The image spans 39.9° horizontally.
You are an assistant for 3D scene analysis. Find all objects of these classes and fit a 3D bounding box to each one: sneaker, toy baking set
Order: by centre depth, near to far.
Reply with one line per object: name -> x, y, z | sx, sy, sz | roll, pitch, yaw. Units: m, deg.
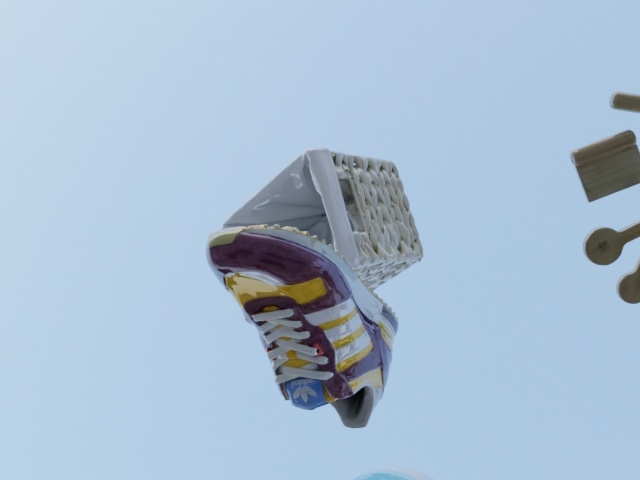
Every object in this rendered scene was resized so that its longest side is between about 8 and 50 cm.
sneaker -> -0.008, 0.058, 0.548 | 0.069, 0.185, 0.084 | -7, -121, 35
toy baking set -> 0.351, -0.036, 0.809 | 0.256, 0.030, 0.197 | 3, -81, -2

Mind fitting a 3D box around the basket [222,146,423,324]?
basket -> 0.000, 0.000, 0.813 | 0.167, 0.103, 0.113 | -35, -115, 47

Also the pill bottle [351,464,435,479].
pill bottle -> 0.024, 0.303, 0.781 | 0.146, 0.264, 0.146 | 2, -85, 29
